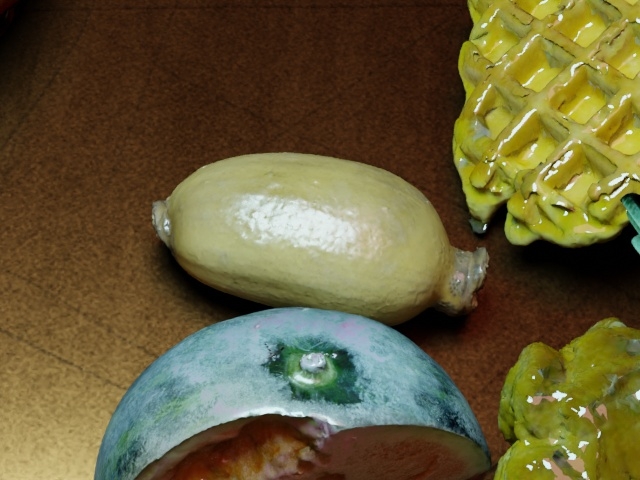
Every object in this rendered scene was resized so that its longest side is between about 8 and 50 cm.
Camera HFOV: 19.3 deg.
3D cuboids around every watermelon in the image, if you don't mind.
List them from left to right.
[{"bbox_3d":[-0.032,0.116,1.519,0.322,0.175,0.188,-7,57,-14],"label":"watermelon"}]

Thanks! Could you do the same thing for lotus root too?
[{"bbox_3d":[0.001,-0.003,1.634,0.303,0.131,0.146,12,55,0],"label":"lotus root"}]

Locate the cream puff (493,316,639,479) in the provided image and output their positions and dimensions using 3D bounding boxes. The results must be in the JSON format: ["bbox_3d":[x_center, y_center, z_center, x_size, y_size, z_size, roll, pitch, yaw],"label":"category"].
[{"bbox_3d":[0.234,0.190,1.490,0.244,0.196,0.244,3,56,-4],"label":"cream puff"}]

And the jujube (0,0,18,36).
[{"bbox_3d":[-0.372,-0.274,1.702,0.276,0.276,0.377,12,55,1],"label":"jujube"}]

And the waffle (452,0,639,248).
[{"bbox_3d":[0.298,-0.161,1.725,0.380,0.095,0.382,-11,52,19],"label":"waffle"}]

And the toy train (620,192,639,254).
[{"bbox_3d":[0.371,0.056,1.490,0.150,0.369,0.237,-35,50,13],"label":"toy train"}]
